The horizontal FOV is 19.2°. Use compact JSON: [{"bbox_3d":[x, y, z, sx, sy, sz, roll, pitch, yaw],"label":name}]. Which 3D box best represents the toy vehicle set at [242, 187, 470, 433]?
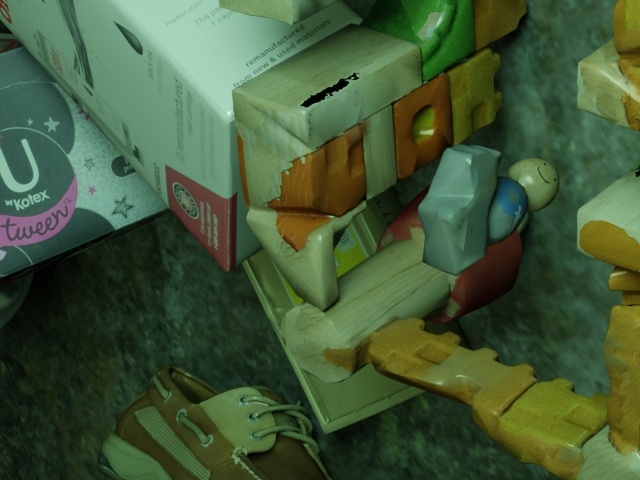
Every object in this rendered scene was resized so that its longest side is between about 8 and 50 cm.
[{"bbox_3d":[0.000,0.000,1.391,0.166,0.035,0.267,-29,86,54],"label":"toy vehicle set"}]

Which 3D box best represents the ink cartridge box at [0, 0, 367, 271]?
[{"bbox_3d":[-0.106,-0.149,1.257,0.283,0.117,0.207,46,159,20],"label":"ink cartridge box"}]

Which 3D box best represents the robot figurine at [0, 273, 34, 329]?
[{"bbox_3d":[-0.400,0.010,1.768,0.353,0.200,0.300,-6,68,53],"label":"robot figurine"}]

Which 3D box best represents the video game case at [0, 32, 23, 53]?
[{"bbox_3d":[-0.403,-0.088,1.657,0.204,0.285,0.025,10,140,49],"label":"video game case"}]

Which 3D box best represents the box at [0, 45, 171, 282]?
[{"bbox_3d":[-0.223,-0.062,1.460,0.142,0.247,0.163,-18,95,55],"label":"box"}]

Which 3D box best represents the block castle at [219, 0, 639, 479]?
[{"bbox_3d":[0.128,-0.106,1.027,0.303,0.213,0.453,21,129,36],"label":"block castle"}]

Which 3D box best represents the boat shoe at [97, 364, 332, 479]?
[{"bbox_3d":[-0.064,0.171,1.489,0.324,0.122,0.120,17,83,51],"label":"boat shoe"}]
